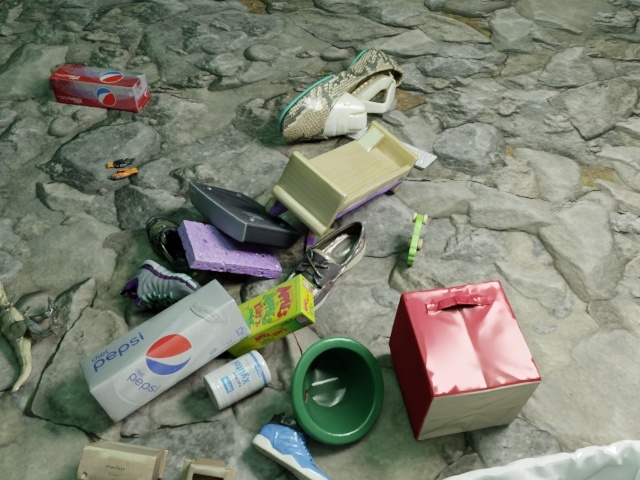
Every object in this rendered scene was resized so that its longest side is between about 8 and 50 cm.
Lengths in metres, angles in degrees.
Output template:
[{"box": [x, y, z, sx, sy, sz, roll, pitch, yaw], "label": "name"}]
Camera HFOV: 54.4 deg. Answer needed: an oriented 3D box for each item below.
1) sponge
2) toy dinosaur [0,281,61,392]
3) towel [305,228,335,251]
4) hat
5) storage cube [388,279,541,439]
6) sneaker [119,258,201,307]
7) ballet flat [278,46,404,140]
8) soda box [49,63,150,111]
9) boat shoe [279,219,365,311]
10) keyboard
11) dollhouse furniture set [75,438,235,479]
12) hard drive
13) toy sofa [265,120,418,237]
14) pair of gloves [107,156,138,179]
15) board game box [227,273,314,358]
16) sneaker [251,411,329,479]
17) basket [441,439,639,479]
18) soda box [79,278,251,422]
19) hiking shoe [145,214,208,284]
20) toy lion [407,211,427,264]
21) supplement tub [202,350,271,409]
[{"box": [-0.189, 0.021, 1.313, 0.210, 0.031, 0.117, 11, 36, -38], "label": "sponge"}, {"box": [-0.574, 0.170, 1.221, 0.118, 0.064, 0.268, -27, 53, -16], "label": "toy dinosaur"}, {"box": [0.000, 0.000, 1.420, 0.060, 0.009, 0.083, 6, 46, 5], "label": "towel"}, {"box": [0.004, 0.263, 1.150, 0.173, 0.183, 0.208, 19, 71, -16], "label": "hat"}, {"box": [0.237, 0.209, 1.076, 0.183, 0.215, 0.193, -7, 52, -8], "label": "storage cube"}, {"box": [-0.312, 0.114, 1.255, 0.223, 0.083, 0.098, 17, 56, 42], "label": "sneaker"}, {"box": [0.092, -0.392, 1.719, 0.182, 0.164, 0.483, 31, 49, 17], "label": "ballet flat"}, {"box": [-0.641, -0.445, 1.814, 0.263, 0.083, 0.092, 9, 45, 10], "label": "soda box"}, {"box": [-0.001, 0.054, 1.305, 0.103, 0.092, 0.285, 34, 55, 23], "label": "boat shoe"}, {"box": [0.185, -0.255, 1.672, 0.256, 0.014, 0.072, 28, 51, 25], "label": "keyboard"}, {"box": [-0.308, 0.489, 0.914, 0.303, 0.174, 0.355, 11, 74, -6], "label": "dollhouse furniture set"}, {"box": [-0.174, -0.055, 1.372, 0.172, 0.054, 0.254, 10, 17, -43], "label": "hard drive"}, {"box": [0.054, -0.127, 1.401, 0.150, 0.177, 0.362, 41, 37, 14], "label": "toy sofa"}, {"box": [-0.510, -0.186, 1.607, 0.074, 0.010, 0.083, -16, 44, -14], "label": "pair of gloves"}, {"box": [-0.098, 0.145, 1.186, 0.181, 0.043, 0.092, -28, 40, 22], "label": "board game box"}, {"box": [-0.033, 0.344, 1.041, 0.152, 0.058, 0.084, 23, 58, 30], "label": "sneaker"}, {"box": [0.287, 0.469, 0.735, 0.328, 0.266, 0.331, -14, 44, 2], "label": "basket"}, {"box": [-0.276, 0.194, 1.124, 0.286, 0.091, 0.098, -32, 35, -16], "label": "soda box"}, {"box": [-0.315, -0.003, 1.348, 0.086, 0.114, 0.227, -29, 52, -23], "label": "hiking shoe"}, {"box": [0.207, 0.000, 1.361, 0.034, 0.100, 0.096, 12, 27, 10], "label": "toy lion"}, {"box": [-0.150, 0.252, 1.127, 0.107, 0.071, 0.071, -25, 50, -23], "label": "supplement tub"}]
